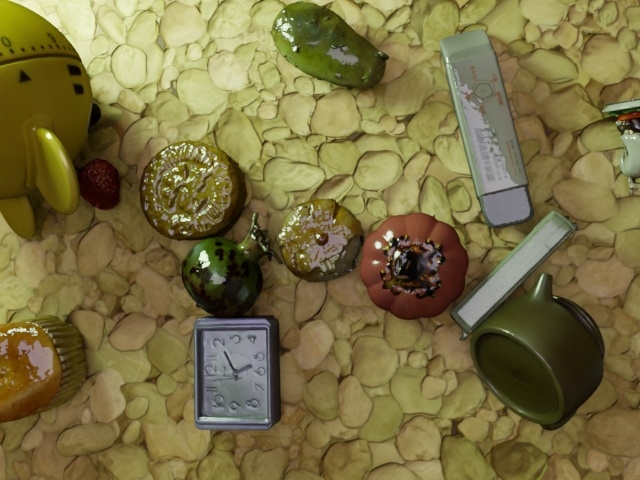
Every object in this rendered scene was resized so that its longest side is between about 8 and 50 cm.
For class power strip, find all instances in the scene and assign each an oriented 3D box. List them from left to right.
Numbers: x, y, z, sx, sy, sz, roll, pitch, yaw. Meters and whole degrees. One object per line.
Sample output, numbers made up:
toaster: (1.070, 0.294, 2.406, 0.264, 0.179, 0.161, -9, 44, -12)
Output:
power strip: (0.314, 0.055, 1.071, 0.272, 0.078, 0.052, -45, 75, 4)

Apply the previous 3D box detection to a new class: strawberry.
strawberry: (-0.410, -0.101, 1.196, 0.083, 0.083, 0.096, -25, 116, 6)

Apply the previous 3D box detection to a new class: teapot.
teapot: (0.362, 0.177, 1.019, 0.175, 0.185, 0.268, -31, 115, -23)

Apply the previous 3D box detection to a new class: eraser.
eraser: (0.281, -0.194, 1.101, 0.089, 0.061, 0.352, -12, 85, 7)

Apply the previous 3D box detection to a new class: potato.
potato: (0.013, -0.338, 1.136, 0.225, 0.090, 0.117, 32, 96, 13)

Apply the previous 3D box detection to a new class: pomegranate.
pomegranate: (-0.148, 0.053, 1.105, 0.169, 0.148, 0.149, -25, 83, -2)

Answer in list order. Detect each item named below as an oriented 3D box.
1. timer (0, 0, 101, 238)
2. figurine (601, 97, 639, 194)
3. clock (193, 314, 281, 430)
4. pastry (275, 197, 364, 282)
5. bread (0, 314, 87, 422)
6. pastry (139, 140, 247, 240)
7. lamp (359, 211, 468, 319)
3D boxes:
timer: (-0.541, -0.199, 1.103, 0.376, 0.376, 0.387, -25, 98, 6)
figurine: (0.530, -0.154, 1.041, 0.132, 0.132, 0.154, -9, 98, 8)
clock: (-0.147, 0.228, 1.134, 0.144, 0.073, 0.194, -2, 86, 8)
pastry: (-0.001, 0.000, 1.123, 0.153, 0.081, 0.153, -2, 81, 16)
bread: (-0.555, 0.235, 1.168, 0.250, 0.133, 0.179, -17, 88, 8)
pastry: (-0.226, -0.085, 1.150, 0.188, 0.103, 0.189, -1, 86, 9)
lamp: (0.153, 0.042, 1.067, 0.181, 0.140, 0.182, 0, 91, 7)
